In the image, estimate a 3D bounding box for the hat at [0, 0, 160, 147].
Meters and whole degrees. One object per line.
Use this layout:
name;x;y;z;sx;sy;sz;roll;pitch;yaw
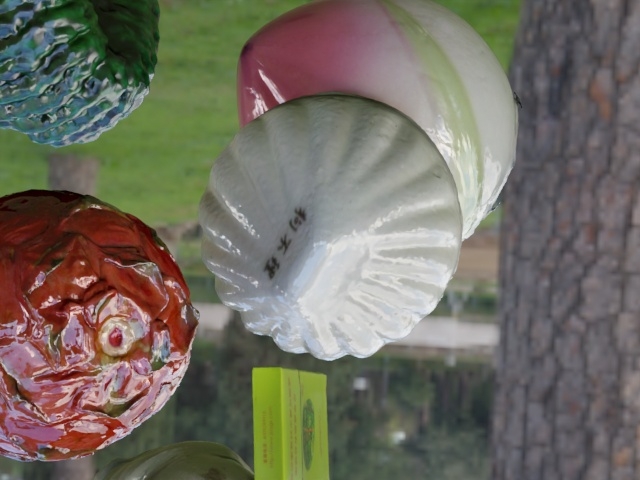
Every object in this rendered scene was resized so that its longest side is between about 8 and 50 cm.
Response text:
hat;-0.341;-0.208;1.630;0.332;0.274;0.242;-23;130;28

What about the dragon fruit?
dragon fruit;-0.220;0.071;1.256;0.241;0.241;0.252;4;171;-4

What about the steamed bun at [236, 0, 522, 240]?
steamed bun;0.034;-0.133;1.601;0.309;0.309;0.309;3;176;0

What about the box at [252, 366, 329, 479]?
box;-0.038;0.278;2.181;0.047;0.187;0.335;-4;173;11

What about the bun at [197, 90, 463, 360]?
bun;0.000;0.000;1.410;0.263;0.263;0.175;3;-167;9

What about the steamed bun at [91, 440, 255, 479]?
steamed bun;-0.238;0.410;2.264;0.309;0.219;0.324;-28;151;-8
